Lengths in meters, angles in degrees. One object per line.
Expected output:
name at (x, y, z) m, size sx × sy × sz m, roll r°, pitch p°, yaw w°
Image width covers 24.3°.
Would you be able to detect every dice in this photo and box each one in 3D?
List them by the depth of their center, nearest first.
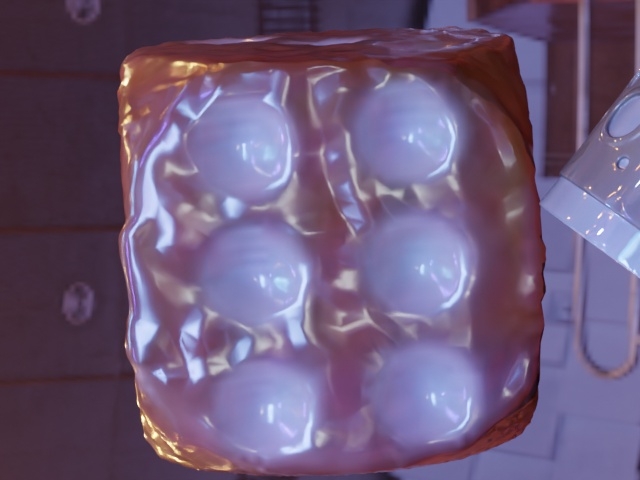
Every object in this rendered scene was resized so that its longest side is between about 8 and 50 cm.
dice at (0.000, 0.000, 0.643) m, size 0.179 × 0.174 × 0.174 m, roll -89°, pitch -3°, yaw -78°

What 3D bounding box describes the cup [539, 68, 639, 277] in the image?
cup at (0.128, -0.026, 0.438) m, size 0.074 × 0.102 × 0.099 m, roll 33°, pitch -83°, yaw -21°
